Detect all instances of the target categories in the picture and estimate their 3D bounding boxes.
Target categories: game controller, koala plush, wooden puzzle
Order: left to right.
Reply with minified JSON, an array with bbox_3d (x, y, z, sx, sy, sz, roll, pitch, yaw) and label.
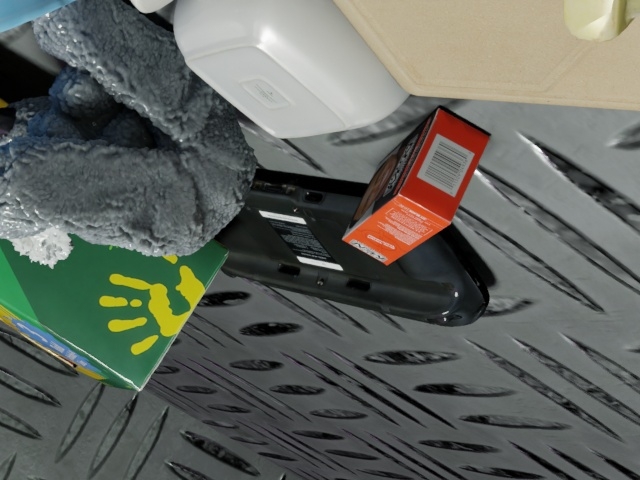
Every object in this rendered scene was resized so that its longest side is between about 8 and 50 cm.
[{"bbox_3d":[-0.183,-0.065,0.922,0.203,0.196,0.221,23,163,-31],"label":"koala plush"},{"bbox_3d":[0.000,0.000,1.066,0.319,0.067,0.166,10,141,41],"label":"game controller"},{"bbox_3d":[0.076,-0.141,0.580,0.238,0.044,0.221,17,160,43],"label":"wooden puzzle"}]

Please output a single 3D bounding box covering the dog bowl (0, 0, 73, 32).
[{"bbox_3d":[-0.280,-0.148,0.716,0.166,0.297,0.074,-127,16,-67],"label":"dog bowl"}]

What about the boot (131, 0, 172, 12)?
[{"bbox_3d":[-0.106,-0.200,0.654,0.086,0.069,0.190,49,167,5],"label":"boot"}]

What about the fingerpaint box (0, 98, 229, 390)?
[{"bbox_3d":[-0.321,-0.002,1.222,0.371,0.163,0.445,34,167,-8],"label":"fingerpaint box"}]

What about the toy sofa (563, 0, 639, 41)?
[{"bbox_3d":[0.253,-0.114,0.271,0.362,0.177,0.150,19,136,25],"label":"toy sofa"}]

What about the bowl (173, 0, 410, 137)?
[{"bbox_3d":[-0.025,-0.116,0.765,0.142,0.053,0.142,40,158,-30],"label":"bowl"}]

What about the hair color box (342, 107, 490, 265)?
[{"bbox_3d":[0.064,-0.034,0.831,0.043,0.072,0.141,28,162,-6],"label":"hair color box"}]
